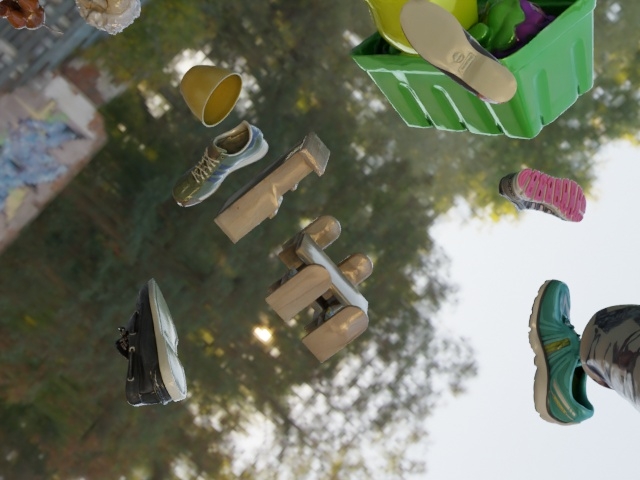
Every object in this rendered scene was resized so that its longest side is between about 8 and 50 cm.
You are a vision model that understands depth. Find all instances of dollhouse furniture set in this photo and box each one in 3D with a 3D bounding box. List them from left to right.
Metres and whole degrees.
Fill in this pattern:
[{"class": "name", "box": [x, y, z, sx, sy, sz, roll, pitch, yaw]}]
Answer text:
[{"class": "dollhouse furniture set", "box": [0.000, 0.000, 1.432, 0.161, 0.242, 0.212, -38, -168, 15]}]

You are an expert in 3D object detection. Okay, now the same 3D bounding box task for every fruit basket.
[{"class": "fruit basket", "box": [0.210, -0.353, 1.629, 0.283, 0.392, 0.392, -39, -167, -26]}]

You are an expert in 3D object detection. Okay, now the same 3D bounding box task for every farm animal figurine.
[{"class": "farm animal figurine", "box": [-0.382, -0.480, 1.700, 0.327, 0.172, 0.330, 4, -102, 33]}]

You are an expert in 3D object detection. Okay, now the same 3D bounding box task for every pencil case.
[{"class": "pencil case", "box": [0.544, 0.219, 1.610, 0.160, 0.183, 0.410, -20, -167, -3]}]

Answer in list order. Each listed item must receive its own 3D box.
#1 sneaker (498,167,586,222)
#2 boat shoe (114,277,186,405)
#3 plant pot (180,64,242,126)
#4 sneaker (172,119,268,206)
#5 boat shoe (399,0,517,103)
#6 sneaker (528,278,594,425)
[{"class": "sneaker", "box": [0.345, -0.070, 1.633, 0.075, 0.170, 0.063, -1, -105, 54]}, {"class": "boat shoe", "box": [-0.330, 0.194, 1.957, 0.113, 0.127, 0.340, -22, -141, -1]}, {"class": "plant pot", "box": [-0.248, -0.329, 2.266, 0.134, 0.095, 0.134, -49, 163, -21]}, {"class": "sneaker", "box": [-0.183, -0.141, 1.803, 0.192, 0.064, 0.086, -35, 153, -7]}, {"class": "boat shoe", "box": [0.132, -0.181, 1.003, 0.049, 0.137, 0.043, -52, -178, 11]}, {"class": "sneaker", "box": [0.463, 0.206, 1.947, 0.110, 0.107, 0.275, -13, -103, 47]}]
